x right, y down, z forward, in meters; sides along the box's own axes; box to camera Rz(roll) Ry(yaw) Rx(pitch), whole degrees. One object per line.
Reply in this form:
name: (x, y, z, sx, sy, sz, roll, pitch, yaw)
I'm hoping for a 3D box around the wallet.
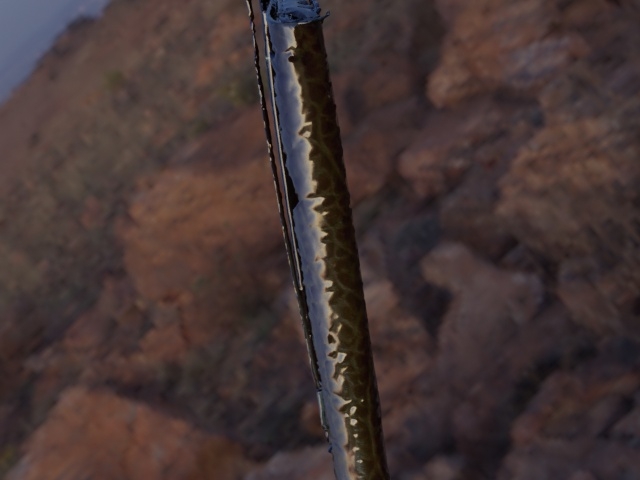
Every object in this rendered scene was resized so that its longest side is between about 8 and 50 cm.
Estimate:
wallet: (0.000, 0.000, 0.802, 0.039, 0.243, 0.133, -8, 19, 0)
